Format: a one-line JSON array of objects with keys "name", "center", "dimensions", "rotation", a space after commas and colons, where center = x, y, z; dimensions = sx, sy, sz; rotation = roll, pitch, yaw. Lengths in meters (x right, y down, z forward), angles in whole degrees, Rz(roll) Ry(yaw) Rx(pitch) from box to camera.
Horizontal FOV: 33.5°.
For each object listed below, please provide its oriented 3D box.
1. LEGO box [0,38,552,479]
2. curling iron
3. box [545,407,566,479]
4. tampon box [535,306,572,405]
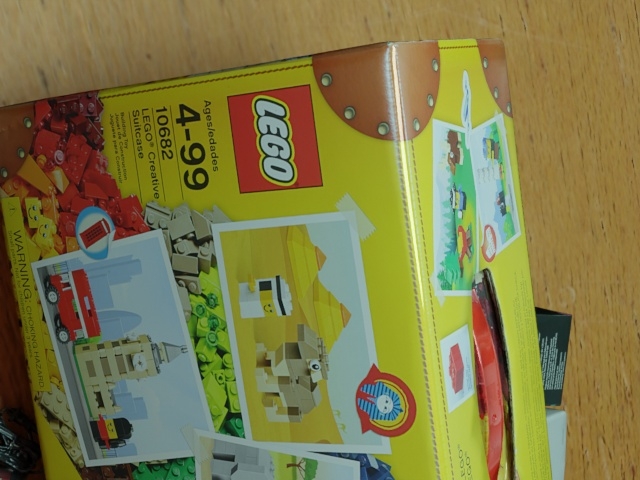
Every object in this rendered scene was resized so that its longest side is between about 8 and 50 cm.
[{"name": "LEGO box", "center": [-0.031, 0.118, 0.840], "dimensions": [0.193, 0.373, 0.499], "rotation": [-19, 103, -57]}, {"name": "curling iron", "center": [-0.359, 0.163, 0.878], "dimensions": [0.274, 0.035, 0.068], "rotation": [11, 77, -30]}, {"name": "box", "center": [0.159, 0.266, 1.082], "dimensions": [0.181, 0.119, 0.181], "rotation": [-4, 98, -55]}, {"name": "tampon box", "center": [0.165, 0.117, 1.136], "dimensions": [0.161, 0.120, 0.101], "rotation": [5, 92, -31]}]
